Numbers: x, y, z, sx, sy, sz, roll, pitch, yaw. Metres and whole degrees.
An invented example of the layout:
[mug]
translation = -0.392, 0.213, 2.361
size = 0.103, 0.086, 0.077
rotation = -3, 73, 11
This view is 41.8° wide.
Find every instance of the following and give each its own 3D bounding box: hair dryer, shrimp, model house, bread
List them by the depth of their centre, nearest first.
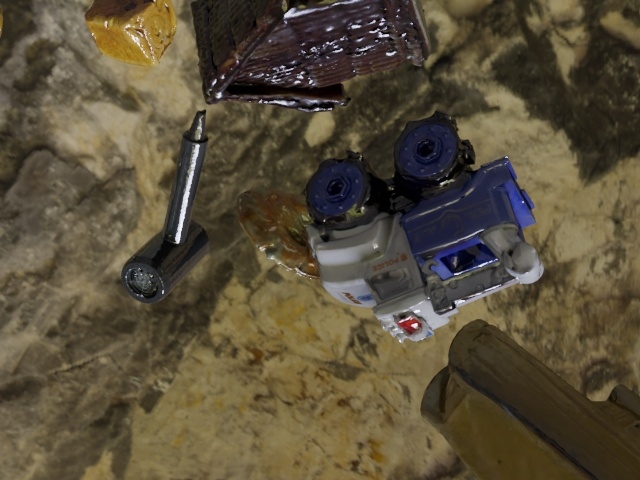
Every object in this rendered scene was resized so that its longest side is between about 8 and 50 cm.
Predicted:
[model house]
translation = -0.034, -0.319, 1.018
size = 0.283, 0.297, 0.317
rotation = -15, -121, 12
[hair dryer]
translation = -0.181, -0.046, 1.043
size = 0.070, 0.255, 0.128
rotation = 23, -145, 9
[shrimp]
translation = -0.001, 0.001, 1.229
size = 0.062, 0.294, 0.154
rotation = -47, -132, 34
[bread]
translation = -0.416, -0.486, 1.861
size = 0.143, 0.158, 0.149
rotation = 14, -112, 17

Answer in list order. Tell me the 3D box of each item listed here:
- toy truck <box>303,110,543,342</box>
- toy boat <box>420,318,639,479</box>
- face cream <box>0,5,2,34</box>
[toy truck]
translation = 0.099, 0.004, 0.799
size = 0.213, 0.161, 0.177
rotation = -23, -121, 18
[toy boat]
translation = 0.204, 0.168, 0.542
size = 0.321, 0.121, 0.089
rotation = 39, -55, 31
[face cream]
translation = -0.546, -0.319, 1.181
size = 0.182, 0.072, 0.051
rotation = 2, -88, -22
